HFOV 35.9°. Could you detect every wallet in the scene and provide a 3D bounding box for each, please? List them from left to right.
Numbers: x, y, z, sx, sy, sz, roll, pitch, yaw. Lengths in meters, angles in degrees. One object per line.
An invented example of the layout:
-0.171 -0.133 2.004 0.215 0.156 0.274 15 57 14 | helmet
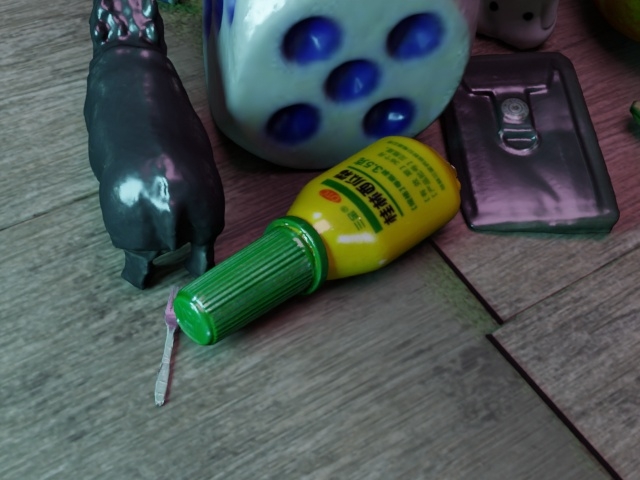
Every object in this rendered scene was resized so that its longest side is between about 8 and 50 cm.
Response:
0.218 -0.109 1.056 0.168 0.052 0.245 0 53 -7 | wallet

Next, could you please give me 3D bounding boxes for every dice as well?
0.011 -0.243 0.992 0.243 0.251 0.259 -3 51 -16 | dice

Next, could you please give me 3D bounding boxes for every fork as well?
-0.129 0.090 0.841 0.016 0.012 0.115 5 54 -2 | fork

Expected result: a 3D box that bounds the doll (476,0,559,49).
0.237 -0.307 1.146 0.110 0.181 0.107 25 63 9 | doll

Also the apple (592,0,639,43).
0.446 -0.349 1.178 0.226 0.246 0.246 4 49 -19 | apple

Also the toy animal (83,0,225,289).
-0.167 -0.126 0.905 0.106 0.168 0.343 -8 67 -16 | toy animal

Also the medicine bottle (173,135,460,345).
0.000 0.000 0.900 0.309 0.076 0.111 -33 62 -31 | medicine bottle

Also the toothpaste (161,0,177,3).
-0.231 -0.310 1.140 0.197 0.035 0.057 18 43 8 | toothpaste

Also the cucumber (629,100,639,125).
0.395 -0.122 1.108 0.107 0.035 0.067 27 33 13 | cucumber
